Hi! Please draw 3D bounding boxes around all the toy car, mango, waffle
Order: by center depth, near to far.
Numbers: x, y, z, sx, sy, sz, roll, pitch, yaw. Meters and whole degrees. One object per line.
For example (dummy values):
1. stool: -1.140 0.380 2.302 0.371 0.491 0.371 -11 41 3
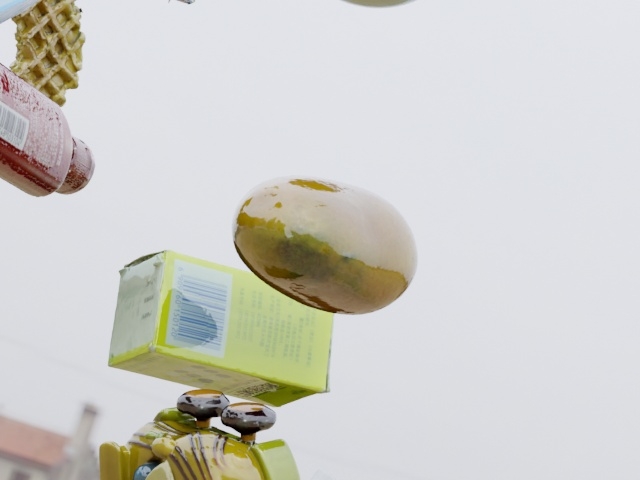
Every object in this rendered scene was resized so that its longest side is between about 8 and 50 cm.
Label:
1. mango: -0.004 0.000 1.792 0.175 0.139 0.254 11 -6 34
2. toy car: -0.135 0.270 1.812 0.142 0.200 0.248 -7 8 -38
3. waffle: -0.369 -0.259 2.149 0.149 0.194 0.051 -7 10 -38

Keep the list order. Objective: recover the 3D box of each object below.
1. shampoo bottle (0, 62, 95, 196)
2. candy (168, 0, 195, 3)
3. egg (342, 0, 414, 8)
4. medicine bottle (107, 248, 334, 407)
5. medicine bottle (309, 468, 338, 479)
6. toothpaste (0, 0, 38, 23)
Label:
1. shampoo bottle: -0.341 -0.123 1.888 0.076 0.118 0.314 -10 -15 13
2. candy: -0.177 -0.310 2.161 0.020 0.030 0.083 1 -1 18
3. egg: 0.077 -0.483 2.486 0.276 0.276 0.389 23 18 -23
4. medicine bottle: -0.118 0.109 2.087 0.250 0.141 0.137 17 -24 -27
5. medicine bottle: -0.035 0.467 2.533 0.147 0.247 0.147 36 -11 8
6. toothpaste: -0.272 -0.192 1.310 0.065 0.050 0.266 55 18 -9
